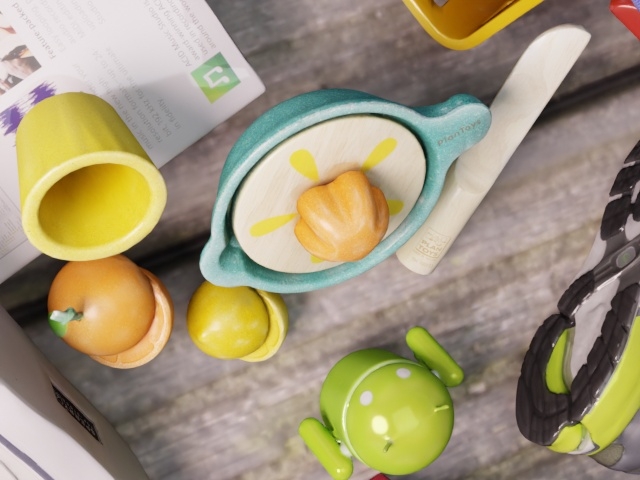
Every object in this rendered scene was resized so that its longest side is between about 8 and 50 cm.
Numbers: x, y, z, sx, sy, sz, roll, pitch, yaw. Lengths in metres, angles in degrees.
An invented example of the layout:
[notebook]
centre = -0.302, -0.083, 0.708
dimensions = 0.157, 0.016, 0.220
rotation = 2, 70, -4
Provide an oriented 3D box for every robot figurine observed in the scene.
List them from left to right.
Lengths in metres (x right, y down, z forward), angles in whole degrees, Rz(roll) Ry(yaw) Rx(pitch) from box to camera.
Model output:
[robot figurine]
centre = 0.039, 0.102, 0.677
dimensions = 0.101, 0.115, 0.067
rotation = -37, 101, -10

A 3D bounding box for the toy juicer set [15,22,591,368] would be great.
[toy juicer set]
centre = 0.000, 0.000, 0.631
dimensions = 0.328, 0.089, 0.209
rotation = -12, 138, -21

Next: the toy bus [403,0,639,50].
[toy bus]
centre = 0.122, -0.202, 0.696
dimensions = 0.202, 0.104, 0.191
rotation = 12, 64, -32

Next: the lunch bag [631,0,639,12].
[lunch bag]
centre = 0.188, -0.293, 0.569
dimensions = 0.293, 0.221, 0.138
rotation = 47, 51, -10

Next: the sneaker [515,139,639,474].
[sneaker]
centre = 0.247, 0.023, 0.748
dimensions = 0.121, 0.111, 0.300
rotation = 32, 89, -24

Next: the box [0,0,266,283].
[box]
centre = -0.223, -0.084, 0.602
dimensions = 0.322, 0.058, 0.232
rotation = -37, 110, -7

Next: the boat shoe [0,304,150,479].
[boat shoe]
centre = -0.183, 0.094, 0.597
dimensions = 0.088, 0.096, 0.267
rotation = -33, 135, -2

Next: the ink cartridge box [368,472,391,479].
[ink cartridge box]
centre = 0.028, 0.215, 0.647
dimensions = 0.127, 0.175, 0.072
rotation = -31, 99, -12
